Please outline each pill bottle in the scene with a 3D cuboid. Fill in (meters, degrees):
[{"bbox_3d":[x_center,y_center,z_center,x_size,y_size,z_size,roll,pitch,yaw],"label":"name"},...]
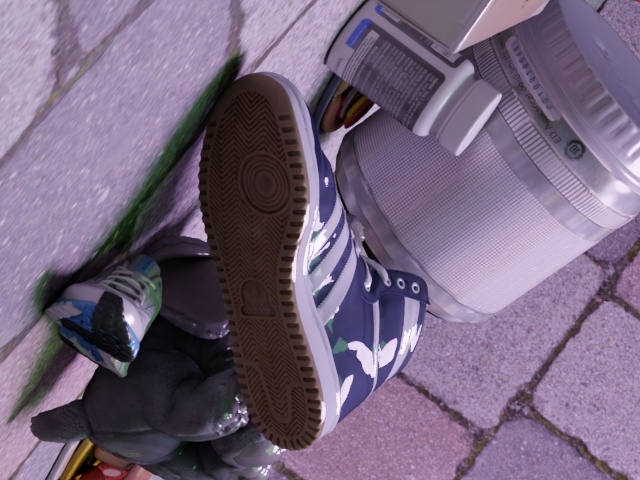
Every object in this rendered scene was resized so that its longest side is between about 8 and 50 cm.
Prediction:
[{"bbox_3d":[0.080,-0.138,1.596,0.078,0.137,0.078,-51,173,-9],"label":"pill bottle"}]

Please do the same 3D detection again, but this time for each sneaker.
[{"bbox_3d":[0.000,0.000,1.414,0.153,0.099,0.282,-26,115,-48],"label":"sneaker"},{"bbox_3d":[-0.147,0.042,1.356,0.083,0.071,0.190,-58,-177,-11],"label":"sneaker"}]

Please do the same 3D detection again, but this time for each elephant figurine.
[{"bbox_3d":[-0.091,0.068,1.520,0.169,0.186,0.239,-17,-127,40],"label":"elephant figurine"}]

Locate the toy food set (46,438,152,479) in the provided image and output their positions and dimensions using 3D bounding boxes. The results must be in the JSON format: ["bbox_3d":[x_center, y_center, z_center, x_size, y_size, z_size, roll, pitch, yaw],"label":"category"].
[{"bbox_3d":[-0.189,0.210,1.855,0.128,0.071,0.218,-57,172,32],"label":"toy food set"}]

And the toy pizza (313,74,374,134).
[{"bbox_3d":[0.064,-0.174,1.751,0.201,0.032,0.201,-52,173,-9],"label":"toy pizza"}]

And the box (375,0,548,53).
[{"bbox_3d":[0.126,-0.245,1.423,0.148,0.121,0.311,-56,172,21],"label":"box"}]

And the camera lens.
[{"bbox_3d":[0.168,-0.072,1.729,0.274,0.219,0.219,-37,179,22],"label":"camera lens"}]
